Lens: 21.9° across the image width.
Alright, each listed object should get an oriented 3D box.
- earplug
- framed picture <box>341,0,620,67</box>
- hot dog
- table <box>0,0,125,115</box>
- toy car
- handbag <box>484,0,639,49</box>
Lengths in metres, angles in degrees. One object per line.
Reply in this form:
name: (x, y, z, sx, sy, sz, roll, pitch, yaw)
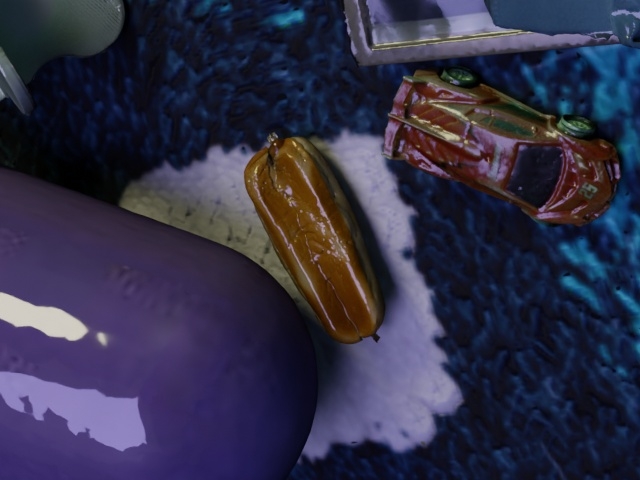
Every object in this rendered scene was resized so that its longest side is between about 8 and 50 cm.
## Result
earplug: (-0.217, 0.046, 0.975, 0.456, 0.215, 0.215, 16, 120, 19)
framed picture: (0.079, -0.214, 0.792, 0.189, 0.023, 0.260, -2, 111, 27)
hot dog: (0.000, 0.000, 0.928, 0.056, 0.041, 0.133, -24, 94, 27)
table: (-0.219, -0.158, 0.911, 0.167, 0.166, 0.198, -19, 110, 35)
toy car: (0.094, -0.046, 0.851, 0.122, 0.035, 0.059, 26, 119, 19)
handbag: (0.180, -0.150, 0.727, 0.221, 0.057, 0.144, 10, 119, 18)
